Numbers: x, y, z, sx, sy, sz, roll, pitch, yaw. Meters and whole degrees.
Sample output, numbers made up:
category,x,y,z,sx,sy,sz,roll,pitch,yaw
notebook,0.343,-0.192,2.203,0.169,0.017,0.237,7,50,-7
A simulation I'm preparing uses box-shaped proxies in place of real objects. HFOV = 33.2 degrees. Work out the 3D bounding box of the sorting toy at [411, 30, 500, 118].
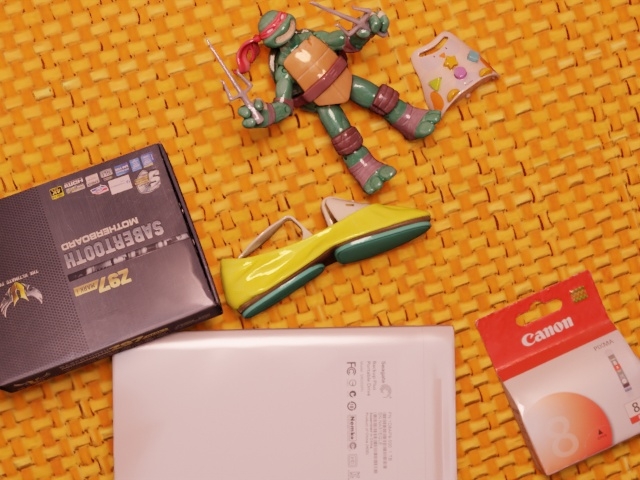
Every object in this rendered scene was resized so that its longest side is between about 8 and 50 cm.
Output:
category,x,y,z,sx,sy,sz,roll,pitch,yaw
sorting toy,0.138,-0.185,1.149,0.083,0.045,0.075,-36,73,-5

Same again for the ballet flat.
category,x,y,z,sx,sy,sz,roll,pitch,yaw
ballet flat,0.000,0.000,1.117,0.231,0.077,0.077,-26,75,-3

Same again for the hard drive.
category,x,y,z,sx,sy,sz,roll,pitch,yaw
hard drive,-0.036,0.208,1.122,0.353,0.047,0.233,-1,89,-6

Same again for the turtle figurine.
category,x,y,z,sx,sy,sz,roll,pitch,yaw
turtle figurine,0.005,-0.166,1.095,0.175,0.118,0.234,-44,109,10

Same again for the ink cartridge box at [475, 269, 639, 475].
category,x,y,z,sx,sy,sz,roll,pitch,yaw
ink cartridge box,0.268,0.140,1.151,0.145,0.045,0.179,-24,94,-5

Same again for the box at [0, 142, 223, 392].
category,x,y,z,sx,sy,sz,roll,pitch,yaw
box,-0.235,0.027,1.077,0.232,0.059,0.183,-20,76,-4
